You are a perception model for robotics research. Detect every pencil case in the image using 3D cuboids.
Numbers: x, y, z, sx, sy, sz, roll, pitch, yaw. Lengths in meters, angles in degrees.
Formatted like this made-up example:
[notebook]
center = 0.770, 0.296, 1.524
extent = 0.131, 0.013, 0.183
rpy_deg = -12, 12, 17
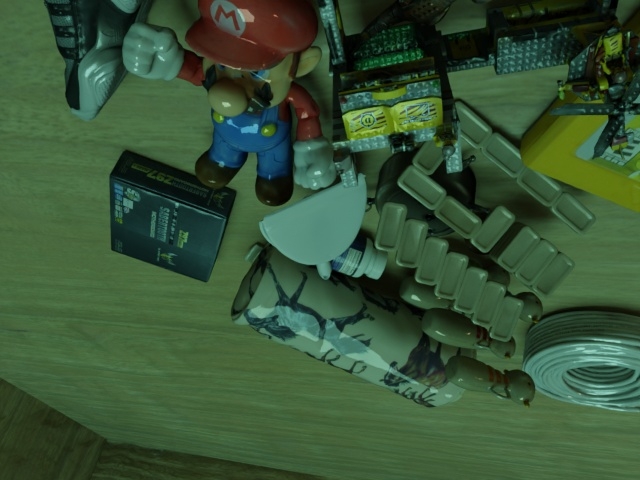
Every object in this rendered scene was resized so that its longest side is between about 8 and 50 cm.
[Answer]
[pencil case]
center = 0.051, 0.136, 0.908
extent = 0.411, 0.183, 0.159
rpy_deg = 25, 108, -9

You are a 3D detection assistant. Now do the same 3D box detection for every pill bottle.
[pill bottle]
center = 0.042, 0.018, 0.839
extent = 0.120, 0.067, 0.067
rpy_deg = 20, 145, -8

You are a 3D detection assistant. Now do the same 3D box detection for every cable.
[cable]
center = 0.487, 0.210, 0.926
extent = 0.257, 0.089, 0.257
rpy_deg = -4, 140, 26

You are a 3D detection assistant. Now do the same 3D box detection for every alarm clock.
[alarm clock]
center = 0.121, -0.056, 0.715
extent = 0.192, 0.064, 0.129
rpy_deg = -3, 142, 29

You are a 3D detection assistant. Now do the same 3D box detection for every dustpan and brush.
[dustpan and brush]
center = 0.000, 0.000, 0.736
extent = 0.147, 0.060, 0.211
rpy_deg = -25, 135, -10

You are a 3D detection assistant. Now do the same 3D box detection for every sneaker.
[sneaker]
center = -0.265, -0.252, 0.553
extent = 0.153, 0.101, 0.268
rpy_deg = 27, 138, -16

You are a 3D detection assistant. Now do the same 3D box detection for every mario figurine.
[mario figurine]
center = -0.090, -0.134, 0.578
extent = 0.198, 0.170, 0.320
rpy_deg = -16, 157, -14

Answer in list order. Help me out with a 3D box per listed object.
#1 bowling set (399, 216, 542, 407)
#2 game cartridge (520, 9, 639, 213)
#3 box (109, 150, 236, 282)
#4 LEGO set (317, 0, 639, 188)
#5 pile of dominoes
[bowling set]
center = 0.248, 0.081, 0.765
extent = 0.154, 0.287, 0.199
rpy_deg = 19, 112, -16
[game cartridge]
center = 0.407, -0.134, 0.503
extent = 0.286, 0.052, 0.323
rpy_deg = 20, 146, -7
[box]
center = -0.253, -0.028, 0.891
extent = 0.184, 0.059, 0.232
rpy_deg = 20, 146, -9
[LEGO set]
center = 0.115, -0.168, 0.385
extent = 0.332, 0.192, 0.254
rpy_deg = -2, 138, 4
[pile of dominoes]
center = 0.193, -0.016, 0.654
extent = 0.251, 0.196, 0.040
rpy_deg = 36, -174, -12
